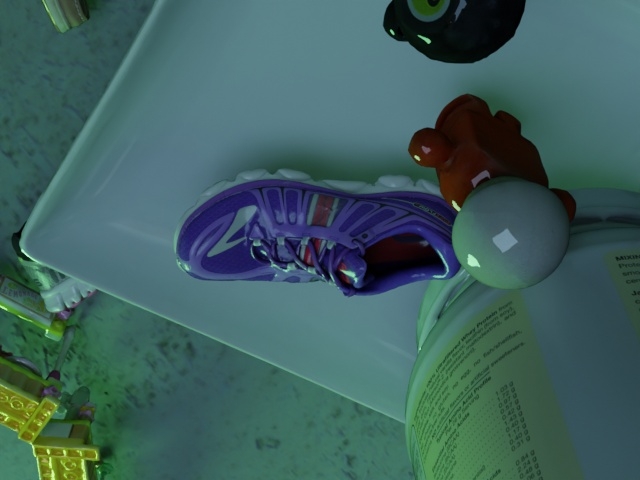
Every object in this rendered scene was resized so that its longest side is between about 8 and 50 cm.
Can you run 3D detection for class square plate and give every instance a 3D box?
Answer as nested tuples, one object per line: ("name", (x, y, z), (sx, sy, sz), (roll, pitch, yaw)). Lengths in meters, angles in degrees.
("square plate", (0.048, -0.059, 0.838), (0.347, 0.049, 0.344), (25, 118, -17))

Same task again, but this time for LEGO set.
("LEGO set", (-0.209, 0.122, 1.015), (0.132, 0.107, 0.287), (-28, 119, 24))

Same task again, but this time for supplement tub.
("supplement tub", (0.172, 0.140, 0.747), (0.235, 0.325, 0.235), (-3, 124, -4))

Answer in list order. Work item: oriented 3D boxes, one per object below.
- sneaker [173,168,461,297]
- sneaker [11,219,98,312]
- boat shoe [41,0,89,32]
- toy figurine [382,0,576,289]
("sneaker", (0.000, 0.000, 0.802), (0.170, 0.071, 0.068), (-5, 122, 1))
("sneaker", (-0.148, -0.018, 0.954), (0.170, 0.063, 0.075), (-34, 104, 30))
("boat shoe", (-0.159, -0.215, 0.881), (0.059, 0.063, 0.170), (-10, 115, -5))
("toy figurine", (0.140, -0.096, 0.702), (0.209, 0.148, 0.213), (-12, 122, 4))
